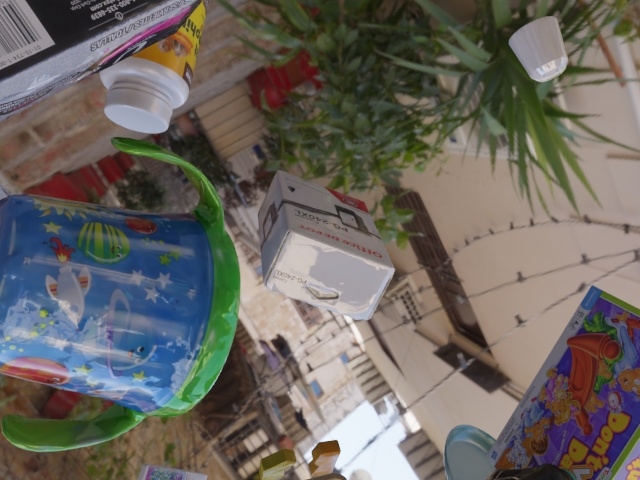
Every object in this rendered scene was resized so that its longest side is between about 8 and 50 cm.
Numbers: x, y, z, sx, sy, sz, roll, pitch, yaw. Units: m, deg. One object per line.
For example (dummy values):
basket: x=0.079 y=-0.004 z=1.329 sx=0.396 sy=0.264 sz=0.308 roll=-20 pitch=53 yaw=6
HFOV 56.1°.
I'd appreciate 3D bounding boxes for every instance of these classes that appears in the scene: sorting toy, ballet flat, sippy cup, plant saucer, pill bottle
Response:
sorting toy: x=-0.072 y=0.404 z=0.890 sx=0.228 sy=0.307 sz=0.041 roll=-2 pitch=-137 yaw=-19
ballet flat: x=0.269 y=0.381 z=0.876 sx=0.096 sy=0.095 sz=0.281 roll=-12 pitch=150 yaw=-15
sippy cup: x=-0.239 y=0.058 z=0.629 sx=0.240 sy=0.224 sz=0.306 roll=-20 pitch=-120 yaw=43
plant saucer: x=0.411 y=0.600 z=1.454 sx=0.044 sy=0.317 sz=0.318 roll=-49 pitch=-172 yaw=27
pill bottle: x=-0.226 y=-0.260 z=0.811 sx=0.117 sy=0.117 sz=0.215 roll=-7 pitch=-111 yaw=48

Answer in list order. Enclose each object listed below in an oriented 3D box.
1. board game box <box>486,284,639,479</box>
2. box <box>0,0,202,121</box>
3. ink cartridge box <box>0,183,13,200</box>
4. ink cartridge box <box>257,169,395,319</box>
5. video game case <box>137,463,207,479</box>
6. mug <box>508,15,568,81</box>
board game box: x=0.423 y=0.267 z=0.918 sx=0.347 sy=0.078 sz=0.233 roll=-61 pitch=-163 yaw=7
box: x=-0.242 y=-0.224 z=0.523 sx=0.247 sy=0.163 sz=0.142 roll=-41 pitch=-164 yaw=-28
ink cartridge box: x=-0.483 y=0.009 z=0.675 sx=0.189 sy=0.066 sz=0.232 roll=16 pitch=-121 yaw=31
ink cartridge box: x=0.000 y=0.000 z=0.593 sx=0.063 sy=0.109 sz=0.150 roll=-63 pitch=-161 yaw=21
video game case: x=-0.290 y=0.502 z=1.107 sx=0.019 sy=0.143 sz=0.157 roll=-2 pitch=-114 yaw=45
mug: x=0.286 y=-0.238 z=0.759 sx=0.078 sy=0.064 sz=0.062 roll=-14 pitch=167 yaw=-22
